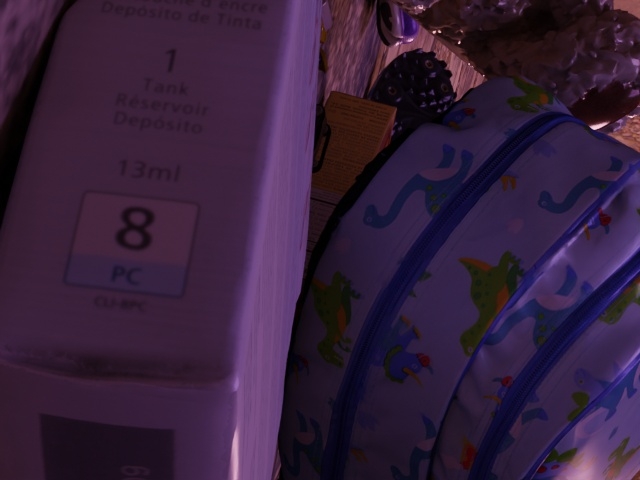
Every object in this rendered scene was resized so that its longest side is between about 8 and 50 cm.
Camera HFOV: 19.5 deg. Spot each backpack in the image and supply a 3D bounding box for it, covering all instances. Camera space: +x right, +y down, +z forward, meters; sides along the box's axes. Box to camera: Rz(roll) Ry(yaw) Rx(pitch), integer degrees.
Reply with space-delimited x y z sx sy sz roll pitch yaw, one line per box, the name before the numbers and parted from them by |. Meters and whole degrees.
backpack | 0.104 0.068 1.121 0.290 0.273 0.355 -34 137 -29

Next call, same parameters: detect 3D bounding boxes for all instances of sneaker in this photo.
sneaker | 0.054 -0.044 1.531 0.086 0.085 0.237 163 -59 -67
sneaker | 0.086 -0.214 1.418 0.068 0.071 0.170 95 12 -52

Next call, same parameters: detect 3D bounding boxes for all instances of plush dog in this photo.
plush dog | 0.138 -0.228 1.223 0.225 0.262 0.210 -50 -153 7

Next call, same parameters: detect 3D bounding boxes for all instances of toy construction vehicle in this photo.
toy construction vehicle | -0.018 -0.084 1.039 0.086 0.035 0.098 70 30 -58

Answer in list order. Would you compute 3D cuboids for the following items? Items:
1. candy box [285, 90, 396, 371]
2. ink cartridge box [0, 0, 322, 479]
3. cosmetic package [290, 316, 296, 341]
candy box | 0.000 0.000 1.246 0.187 0.053 0.109 -66 169 -45
ink cartridge box | -0.053 -0.016 0.766 0.308 0.091 0.385 95 1 -52
cosmetic package | -0.044 0.058 1.052 0.115 0.041 0.060 74 30 -77
